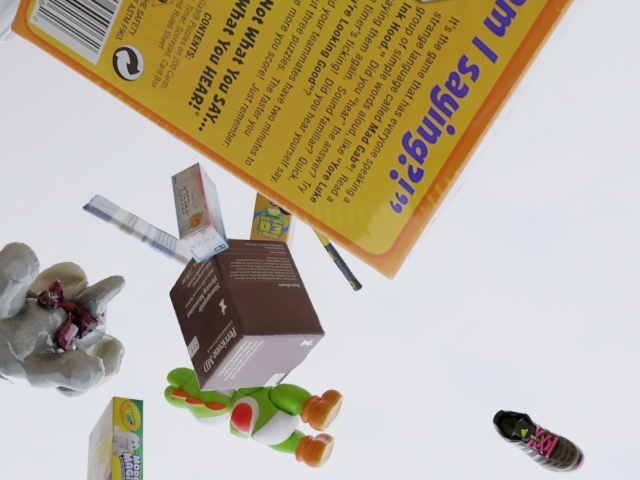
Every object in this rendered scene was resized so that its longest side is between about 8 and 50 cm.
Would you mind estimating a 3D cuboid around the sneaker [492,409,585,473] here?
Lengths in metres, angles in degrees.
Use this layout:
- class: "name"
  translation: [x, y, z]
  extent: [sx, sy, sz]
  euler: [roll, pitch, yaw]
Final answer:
- class: "sneaker"
  translation: [0.351, 0.328, 1.348]
  extent: [0.170, 0.075, 0.063]
  euler: [24, -103, 46]

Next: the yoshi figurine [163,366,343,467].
- class: "yoshi figurine"
  translation: [-0.135, 0.328, 1.680]
  extent: [0.362, 0.203, 0.203]
  euler: [15, -120, 15]

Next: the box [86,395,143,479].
- class: "box"
  translation: [-0.236, 0.282, 0.934]
  extent: [0.105, 0.043, 0.179]
  euler: [-53, -147, 40]

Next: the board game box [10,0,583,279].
- class: "board game box"
  translation: [0.042, -0.252, 0.693]
  extent: [0.356, 0.356, 0.356]
  euler: [-59, 172, 24]

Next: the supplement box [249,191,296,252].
- class: "supplement box"
  translation: [-0.089, -0.024, 1.536]
  extent: [0.078, 0.233, 0.080]
  euler: [14, -150, 5]

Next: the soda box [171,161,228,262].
- class: "soda box"
  translation: [-0.201, -0.049, 1.344]
  extent: [0.058, 0.063, 0.183]
  euler: [-27, -141, 7]

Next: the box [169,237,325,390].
- class: "box"
  translation: [-0.129, 0.123, 1.392]
  extent: [0.168, 0.167, 0.203]
  euler: [-51, -130, 36]

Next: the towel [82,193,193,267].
- class: "towel"
  translation: [-0.365, -0.007, 1.731]
  extent: [0.034, 0.285, 0.209]
  euler: [-59, -167, 2]

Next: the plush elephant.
- class: "plush elephant"
  translation: [-0.466, 0.144, 1.486]
  extent: [0.330, 0.271, 0.255]
  euler: [-35, 180, 40]

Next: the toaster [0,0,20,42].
- class: "toaster"
  translation: [-0.441, -0.367, 1.056]
  extent: [0.146, 0.227, 0.129]
  euler: [-39, -157, 31]

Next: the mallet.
- class: "mallet"
  translation: [0.000, 0.000, 1.243]
  extent: [0.039, 0.189, 0.062]
  euler: [-43, -157, -31]
